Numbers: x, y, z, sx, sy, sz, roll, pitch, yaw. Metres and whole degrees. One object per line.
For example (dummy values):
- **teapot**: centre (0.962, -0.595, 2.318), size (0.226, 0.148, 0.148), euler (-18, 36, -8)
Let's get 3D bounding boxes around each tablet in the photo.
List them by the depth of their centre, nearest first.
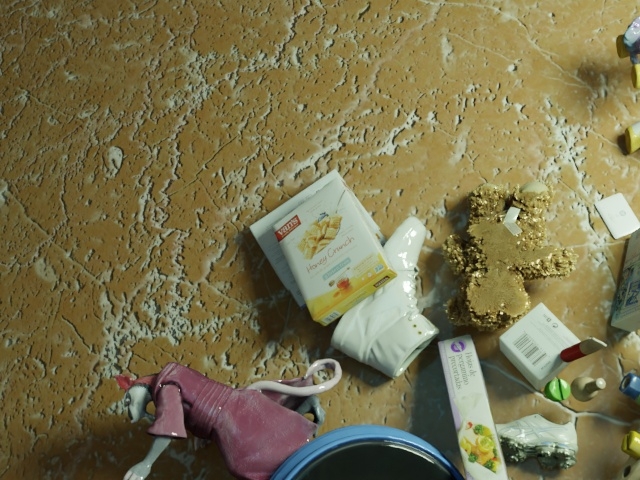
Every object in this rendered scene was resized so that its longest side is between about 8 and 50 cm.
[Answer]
- **tablet**: centre (0.559, -0.047, 1.396), size (0.054, 0.006, 0.083), euler (-23, 63, 4)

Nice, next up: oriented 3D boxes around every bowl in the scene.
- **bowl**: centre (0.081, 0.489, 1.164), size (0.392, 0.077, 0.390), euler (2, 76, -8)

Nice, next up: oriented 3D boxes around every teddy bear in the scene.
- **teddy bear**: centre (0.337, 0.024, 1.368), size (0.245, 0.113, 0.337), euler (-11, 51, 12)

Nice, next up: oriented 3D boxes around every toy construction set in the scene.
- **toy construction set**: centre (0.483, 0.275, 1.088), size (0.257, 0.237, 0.308), euler (-34, 76, -13)

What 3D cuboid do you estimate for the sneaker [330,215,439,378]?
- **sneaker**: centre (0.162, 0.111, 1.388), size (0.169, 0.108, 0.292), euler (28, 86, 23)

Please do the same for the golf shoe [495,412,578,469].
- **golf shoe**: centre (0.347, 0.331, 1.267), size (0.176, 0.069, 0.086), euler (9, 44, 20)

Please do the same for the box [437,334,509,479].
- **box**: centre (0.255, 0.301, 1.227), size (0.063, 0.067, 0.324), euler (-16, 40, 10)

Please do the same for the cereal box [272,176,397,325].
- **cereal box**: centre (0.020, 0.018, 1.405), size (0.173, 0.047, 0.240), euler (-37, 54, 14)

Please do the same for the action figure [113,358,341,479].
- **action figure**: centre (-0.182, 0.293, 1.283), size (0.370, 0.248, 0.275), euler (24, 101, 0)

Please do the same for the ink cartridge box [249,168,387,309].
- **ink cartridge box**: centre (0.000, 0.000, 1.508), size (0.223, 0.045, 0.224), euler (-33, 63, 0)

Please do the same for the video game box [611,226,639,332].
- **video game box**: centre (0.567, 0.045, 1.242), size (0.048, 0.205, 0.187), euler (22, 73, 2)

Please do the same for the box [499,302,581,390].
- **box**: centre (0.382, 0.186, 1.296), size (0.102, 0.087, 0.101), euler (-38, 63, -5)

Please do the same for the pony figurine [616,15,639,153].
- **pony figurine**: centre (0.745, -0.338, 1.356), size (0.364, 0.303, 0.350), euler (-8, 97, 9)
